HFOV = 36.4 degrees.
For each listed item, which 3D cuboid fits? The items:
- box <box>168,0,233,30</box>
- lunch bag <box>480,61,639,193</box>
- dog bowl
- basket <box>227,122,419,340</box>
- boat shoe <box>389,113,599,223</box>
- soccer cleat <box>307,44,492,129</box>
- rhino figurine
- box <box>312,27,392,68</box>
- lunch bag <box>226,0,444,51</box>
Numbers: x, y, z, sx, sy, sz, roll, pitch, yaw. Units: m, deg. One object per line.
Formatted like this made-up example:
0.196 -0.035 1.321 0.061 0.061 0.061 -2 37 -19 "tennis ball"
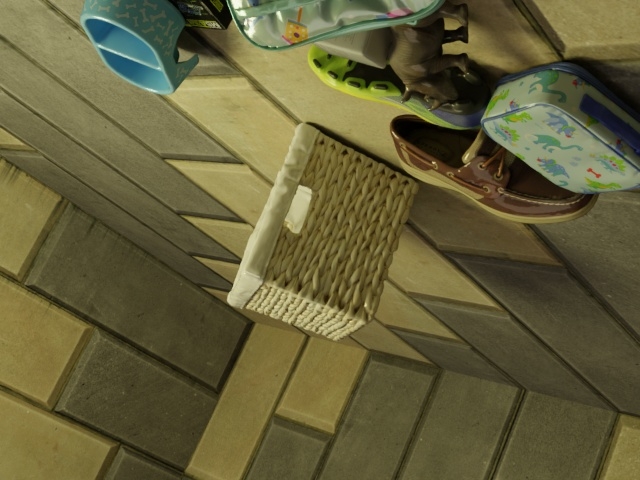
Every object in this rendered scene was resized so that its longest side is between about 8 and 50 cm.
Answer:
-0.254 -0.402 1.511 0.190 0.045 0.184 14 164 36 "box"
0.348 -0.149 1.332 0.219 0.090 0.176 31 164 -21 "lunch bag"
-0.302 -0.331 1.610 0.165 0.074 0.297 22 168 7 "dog bowl"
0.000 0.000 1.926 0.266 0.328 0.331 22 164 -4 "basket"
0.259 -0.125 1.503 0.342 0.123 0.123 24 167 29 "boat shoe"
0.114 -0.225 1.439 0.289 0.093 0.121 19 166 19 "soccer cleat"
0.139 -0.249 1.261 0.106 0.073 0.243 1 149 9 "rhino figurine"
0.047 -0.289 1.266 0.087 0.102 0.101 20 -175 19 "box"
0.014 -0.320 1.019 0.279 0.108 0.224 -6 115 33 "lunch bag"
